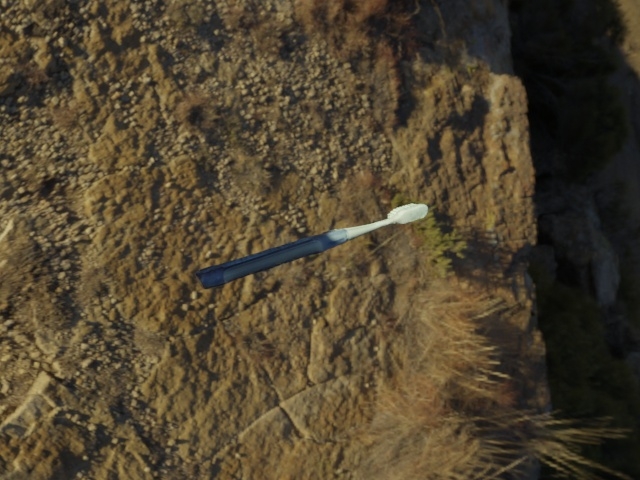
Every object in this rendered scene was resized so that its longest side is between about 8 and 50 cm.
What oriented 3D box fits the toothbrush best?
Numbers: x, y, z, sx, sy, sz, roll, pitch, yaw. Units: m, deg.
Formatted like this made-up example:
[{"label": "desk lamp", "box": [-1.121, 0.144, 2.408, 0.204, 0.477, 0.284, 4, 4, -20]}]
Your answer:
[{"label": "toothbrush", "box": [0.000, 0.000, 0.528, 0.219, 0.019, 0.016, -19, 112, -26]}]
